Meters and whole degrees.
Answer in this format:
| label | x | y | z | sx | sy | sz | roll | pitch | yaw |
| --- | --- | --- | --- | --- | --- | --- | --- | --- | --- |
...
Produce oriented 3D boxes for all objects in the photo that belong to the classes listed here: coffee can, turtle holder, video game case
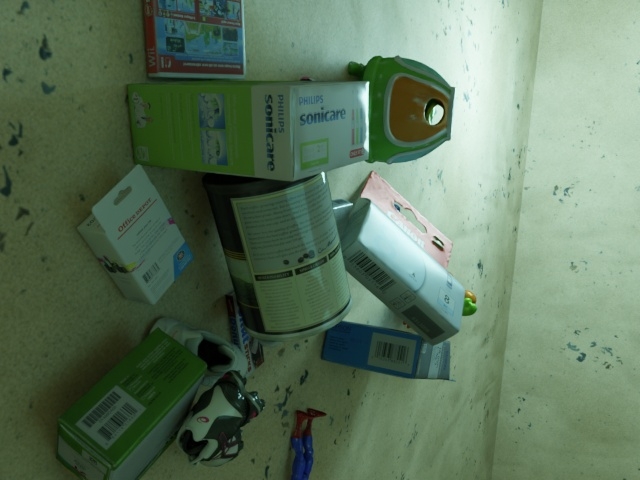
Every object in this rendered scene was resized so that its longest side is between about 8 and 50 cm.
| label | x | y | z | sx | sy | sz | roll | pitch | yaw |
| --- | --- | --- | --- | --- | --- | --- | --- | --- | --- |
| coffee can | -0.067 | 0.002 | 1.010 | 0.201 | 0.202 | 0.275 | -38 | 123 | -49 |
| turtle holder | 0.185 | -0.276 | 1.346 | 0.320 | 0.228 | 0.243 | 58 | 38 | -70 |
| video game case | -0.189 | -0.393 | 0.906 | 0.204 | 0.025 | 0.285 | -22 | 115 | -56 |

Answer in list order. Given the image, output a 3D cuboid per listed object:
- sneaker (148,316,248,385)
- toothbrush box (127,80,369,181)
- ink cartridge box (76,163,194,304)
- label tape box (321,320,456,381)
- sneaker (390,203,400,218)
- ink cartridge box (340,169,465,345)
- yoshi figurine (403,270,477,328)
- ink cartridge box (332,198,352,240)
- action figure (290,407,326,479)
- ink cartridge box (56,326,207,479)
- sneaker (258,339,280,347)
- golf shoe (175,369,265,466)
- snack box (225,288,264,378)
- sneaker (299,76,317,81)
| label | x | y | z | sx | sy | sz | roll | pitch | yaw |
| --- | --- | --- | --- | --- | --- | --- | --- | --- | --- |
| sneaker | -0.176 | 0.200 | 0.985 | 0.232 | 0.115 | 0.090 | 39 | 64 | -56 |
| toothbrush box | -0.100 | -0.169 | 0.859 | 0.206 | 0.283 | 0.122 | -26 | 118 | -55 |
| ink cartridge box | -0.264 | -0.009 | 0.839 | 0.104 | 0.062 | 0.181 | -56 | 142 | -37 |
| label tape box | 0.189 | 0.279 | 1.497 | 0.334 | 0.241 | 0.105 | 24 | 75 | -59 |
| sneaker | 0.133 | -0.020 | 1.499 | 0.232 | 0.081 | 0.090 | -45 | 153 | -51 |
| ink cartridge box | 0.212 | 0.008 | 1.388 | 0.308 | 0.091 | 0.385 | 41 | 39 | -12 |
| yoshi figurine | 0.363 | 0.157 | 1.827 | 0.362 | 0.204 | 0.202 | -2 | 83 | -57 |
| ink cartridge box | 0.000 | 0.000 | 1.325 | 0.145 | 0.045 | 0.179 | -16 | 129 | -58 |
| action figure | -0.015 | 0.535 | 1.328 | 0.091 | 0.139 | 0.280 | 17 | 85 | -58 |
| ink cartridge box | -0.281 | 0.277 | 0.869 | 0.189 | 0.097 | 0.255 | -47 | 169 | -45 |
| sneaker | -0.053 | 0.137 | 1.196 | 0.121 | 0.079 | 0.216 | 76 | 33 | -54 |
| golf shoe | -0.185 | 0.306 | 0.954 | 0.120 | 0.105 | 0.272 | -33 | 158 | -39 |
| snack box | -0.142 | 0.168 | 1.126 | 0.064 | 0.022 | 0.178 | -36 | 127 | -52 |
| sneaker | -0.015 | -0.241 | 1.197 | 0.075 | 0.063 | 0.170 | -37 | 121 | -34 |
